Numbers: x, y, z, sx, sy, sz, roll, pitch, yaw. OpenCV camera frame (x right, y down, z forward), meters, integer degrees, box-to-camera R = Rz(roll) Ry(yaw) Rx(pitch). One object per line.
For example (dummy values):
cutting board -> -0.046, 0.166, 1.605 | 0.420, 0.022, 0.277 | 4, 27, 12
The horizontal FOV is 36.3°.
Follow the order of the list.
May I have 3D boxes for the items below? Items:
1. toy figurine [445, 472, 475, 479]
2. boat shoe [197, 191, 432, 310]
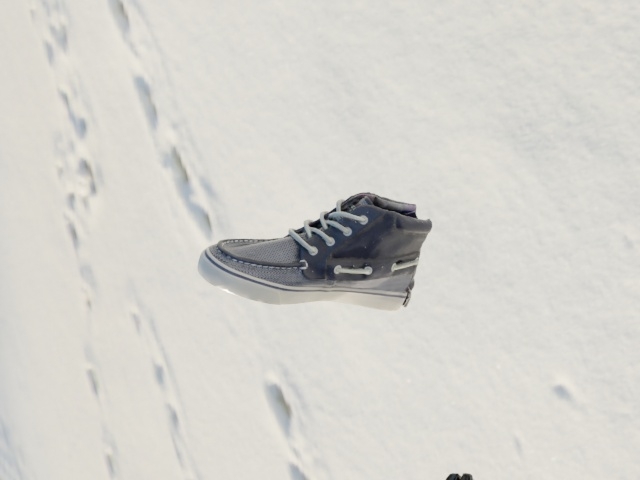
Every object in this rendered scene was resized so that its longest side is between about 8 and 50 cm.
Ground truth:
toy figurine -> 0.202, 0.467, 1.402 | 0.148, 0.209, 0.213 | 50, -177, -24
boat shoe -> 0.000, 0.000, 1.382 | 0.127, 0.340, 0.158 | 48, 124, 50
